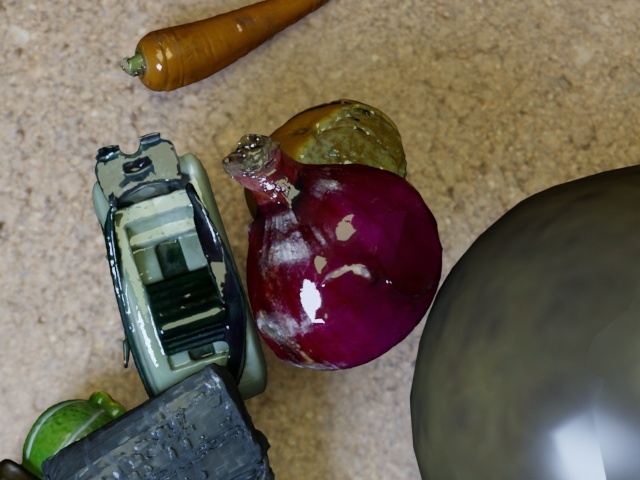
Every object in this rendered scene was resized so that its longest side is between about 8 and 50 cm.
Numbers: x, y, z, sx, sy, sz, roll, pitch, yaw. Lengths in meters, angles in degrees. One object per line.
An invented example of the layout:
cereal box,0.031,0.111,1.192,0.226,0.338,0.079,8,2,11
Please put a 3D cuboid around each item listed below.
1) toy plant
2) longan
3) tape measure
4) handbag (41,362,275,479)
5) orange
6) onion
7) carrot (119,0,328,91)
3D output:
toy plant,-0.220,0.200,0.911,0.093,0.093,0.162,33,69,6
longan,0.252,0.104,0.835,0.336,0.404,0.404,43,74,8
tape measure,-0.118,0.051,0.888,0.115,0.235,0.207,-15,75,-6
handbag,-0.107,0.230,0.859,0.175,0.088,0.270,-23,121,-9
orange,0.010,-0.051,0.983,0.157,0.134,0.156,-21,39,18
onion,0.012,0.000,0.817,0.198,0.135,0.173,54,53,-33
carrot,-0.077,-0.206,1.072,0.257,0.061,0.061,-25,77,-21
